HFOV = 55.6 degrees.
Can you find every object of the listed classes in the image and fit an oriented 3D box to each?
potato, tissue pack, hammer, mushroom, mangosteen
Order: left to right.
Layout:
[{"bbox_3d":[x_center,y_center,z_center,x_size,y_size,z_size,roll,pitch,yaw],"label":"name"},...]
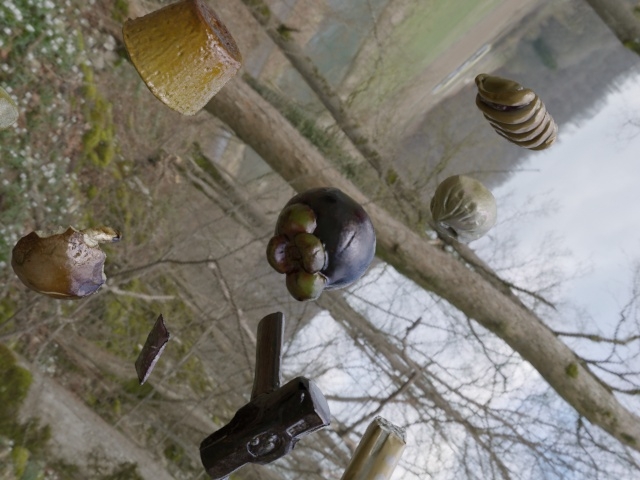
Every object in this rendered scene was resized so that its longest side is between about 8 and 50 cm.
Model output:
[{"bbox_3d":[-0.887,-0.347,1.570,0.157,0.157,0.194,-42,149,16],"label":"potato"},{"bbox_3d":[-0.680,0.051,1.631,0.302,0.233,0.207,-162,-93,-79],"label":"mushroom"},{"bbox_3d":[-0.112,0.269,1.221,0.242,0.095,0.409,-32,-155,12],"label":"hammer"},{"bbox_3d":[0.000,0.000,1.120,0.210,0.210,0.210,-43,-174,6],"label":"mangosteen"},{"bbox_3d":[0.099,0.485,1.264,0.222,0.090,0.186,-62,169,-7],"label":"tissue pack"}]

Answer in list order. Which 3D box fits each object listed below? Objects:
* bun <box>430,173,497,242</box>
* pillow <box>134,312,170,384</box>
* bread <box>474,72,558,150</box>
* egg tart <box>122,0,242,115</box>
[{"bbox_3d":[0.366,-0.071,1.614,0.128,0.178,0.193,-50,-179,-30],"label":"bun"},{"bbox_3d":[-0.485,0.316,1.758,0.185,0.043,0.118,-61,-145,9],"label":"pillow"},{"bbox_3d":[0.374,-0.245,1.180,0.225,0.134,0.081,24,101,-50],"label":"bread"},{"bbox_3d":[-0.241,-0.344,1.094,0.147,0.202,0.202,-31,-171,15],"label":"egg tart"}]
